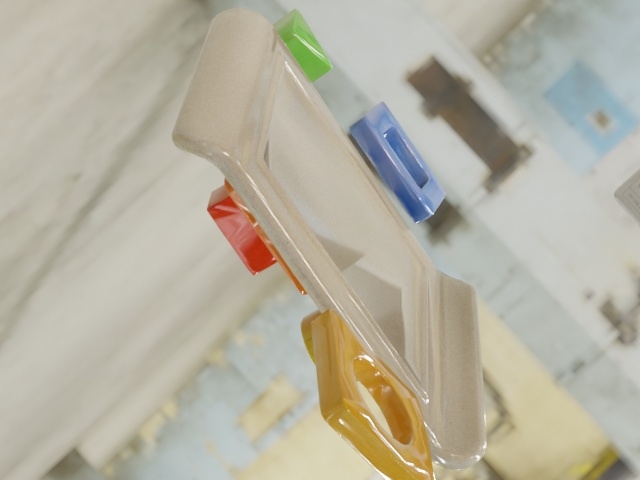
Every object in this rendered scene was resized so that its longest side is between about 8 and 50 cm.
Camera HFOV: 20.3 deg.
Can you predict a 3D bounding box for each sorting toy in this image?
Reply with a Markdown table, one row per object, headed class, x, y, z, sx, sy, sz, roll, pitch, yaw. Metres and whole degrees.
| class | x | y | z | sx | sy | sz | roll | pitch | yaw |
| --- | --- | --- | --- | --- | --- | --- | --- | --- | --- |
| sorting toy | 0.000 | 0.000 | 0.814 | 0.047 | 0.196 | 0.348 | -34 | -162 | 17 |

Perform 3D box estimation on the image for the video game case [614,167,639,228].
| class | x | y | z | sx | sy | sz | roll | pitch | yaw |
| --- | --- | --- | --- | --- | --- | --- | --- | --- | --- |
| video game case | 0.217 | -0.028 | 0.731 | 0.157 | 0.143 | 0.019 | -42 | 134 | 8 |
